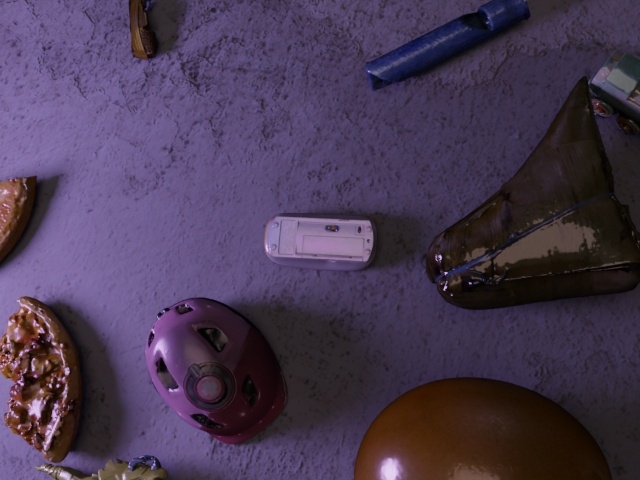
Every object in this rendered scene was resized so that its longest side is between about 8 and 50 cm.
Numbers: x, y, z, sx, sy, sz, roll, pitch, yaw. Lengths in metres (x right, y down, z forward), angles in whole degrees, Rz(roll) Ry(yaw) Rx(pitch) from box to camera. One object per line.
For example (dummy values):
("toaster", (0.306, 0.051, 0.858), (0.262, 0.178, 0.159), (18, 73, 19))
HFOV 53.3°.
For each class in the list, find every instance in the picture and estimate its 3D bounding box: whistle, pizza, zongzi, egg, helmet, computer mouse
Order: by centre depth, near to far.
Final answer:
("egg", (0.223, 0.336, 0.899), (0.352, 0.282, 0.282), (3, 79, 8))
("zongzi", (0.318, -0.077, 1.030), (0.323, 0.160, 0.360), (-8, 78, 6))
("helmet", (-0.186, 0.210, 1.060), (0.198, 0.154, 0.253), (-39, 71, -1))
("computer mouse", (0.001, 0.000, 1.122), (0.199, 0.045, 0.102), (2, 78, 9))
("pizza", (-0.506, 0.245, 1.132), (0.162, 0.085, 0.305), (-22, 75, 5))
("whistle", (0.225, -0.357, 1.152), (0.304, 0.062, 0.062), (-26, 76, 3))
("pizza", (-0.644, -0.022, 1.221), (0.134, 0.056, 0.270), (27, 85, 11))

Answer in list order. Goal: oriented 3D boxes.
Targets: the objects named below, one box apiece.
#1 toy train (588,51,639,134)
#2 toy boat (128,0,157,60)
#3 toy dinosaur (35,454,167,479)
("toy train", (0.531, -0.223, 1.046), (0.194, 0.125, 0.080), (38, 90, 14))
("toy boat", (-0.350, -0.427, 1.262), (0.049, 0.047, 0.149), (-5, 81, -6))
("toy dinosaur", (-0.378, 0.434, 1.077), (0.260, 0.094, 0.153), (0, 79, 17))
